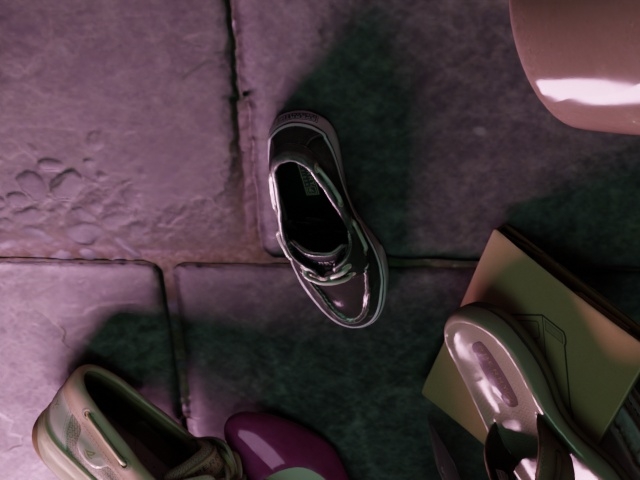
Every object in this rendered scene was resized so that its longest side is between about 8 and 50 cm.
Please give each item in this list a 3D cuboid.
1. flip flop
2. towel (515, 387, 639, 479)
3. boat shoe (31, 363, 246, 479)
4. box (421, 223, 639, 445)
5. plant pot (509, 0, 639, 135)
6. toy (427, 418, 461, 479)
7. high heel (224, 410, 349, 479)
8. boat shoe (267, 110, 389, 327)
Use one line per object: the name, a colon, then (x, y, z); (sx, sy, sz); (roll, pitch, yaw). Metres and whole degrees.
flip flop: (0.176, 0.181, 1.438); (0.112, 0.080, 0.277); (-30, 90, 52)
towel: (0.238, 0.252, 1.544); (0.049, 0.187, 0.282); (-5, 134, -23)
boat shoe: (-0.119, 0.228, 1.586); (0.302, 0.109, 0.098); (38, 124, 0)
box: (0.179, 0.107, 1.476); (0.164, 0.021, 0.201); (39, 134, 20)
plant pot: (0.259, -0.163, 1.169); (0.229, 0.263, 0.263); (-12, 130, 38)
toy: (0.133, 0.295, 1.617); (0.056, 0.137, 0.237); (-25, 126, 8)
high heel: (-0.010, 0.263, 1.624); (0.082, 0.117, 0.244); (-24, 124, 24)
boat shoe: (0.000, 0.000, 1.430); (0.077, 0.070, 0.219); (-10, 128, 15)
